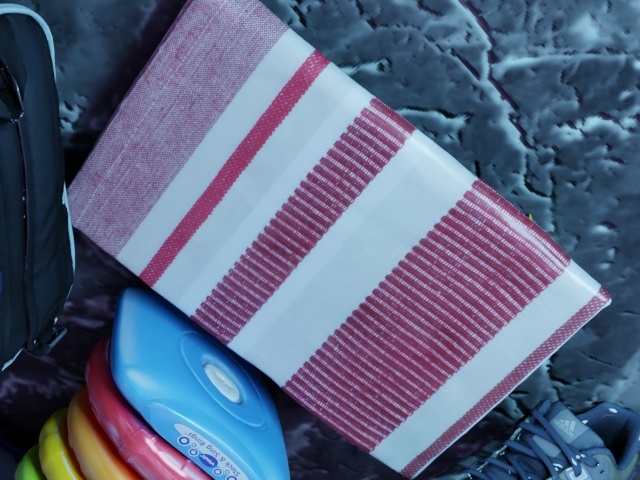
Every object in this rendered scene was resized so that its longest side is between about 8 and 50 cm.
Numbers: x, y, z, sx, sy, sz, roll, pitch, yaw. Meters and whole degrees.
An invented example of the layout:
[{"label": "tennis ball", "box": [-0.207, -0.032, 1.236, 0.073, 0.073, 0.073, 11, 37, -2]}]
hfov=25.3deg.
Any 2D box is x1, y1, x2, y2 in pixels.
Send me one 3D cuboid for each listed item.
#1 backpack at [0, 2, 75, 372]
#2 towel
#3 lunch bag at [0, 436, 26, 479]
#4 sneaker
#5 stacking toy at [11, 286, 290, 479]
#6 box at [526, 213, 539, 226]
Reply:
[{"label": "backpack", "box": [-0.264, -0.036, 0.907, 0.191, 0.225, 0.253, 18, 123, 15]}, {"label": "towel", "box": [0.000, 0.000, 0.967, 0.329, 0.037, 0.237, 39, 128, -4]}, {"label": "lunch bag", "box": [-0.323, 0.302, 1.249, 0.243, 0.115, 0.303, 31, 123, -4]}, {"label": "sneaker", "box": [0.138, 0.175, 1.027, 0.111, 0.300, 0.121, 38, 113, 27]}, {"label": "stacking toy", "box": [-0.180, 0.198, 1.077, 0.302, 0.165, 0.175, -41, 113, 13]}, {"label": "box", "box": [0.093, 0.048, 1.030, 0.169, 0.054, 0.059, -25, 121, 28]}]
